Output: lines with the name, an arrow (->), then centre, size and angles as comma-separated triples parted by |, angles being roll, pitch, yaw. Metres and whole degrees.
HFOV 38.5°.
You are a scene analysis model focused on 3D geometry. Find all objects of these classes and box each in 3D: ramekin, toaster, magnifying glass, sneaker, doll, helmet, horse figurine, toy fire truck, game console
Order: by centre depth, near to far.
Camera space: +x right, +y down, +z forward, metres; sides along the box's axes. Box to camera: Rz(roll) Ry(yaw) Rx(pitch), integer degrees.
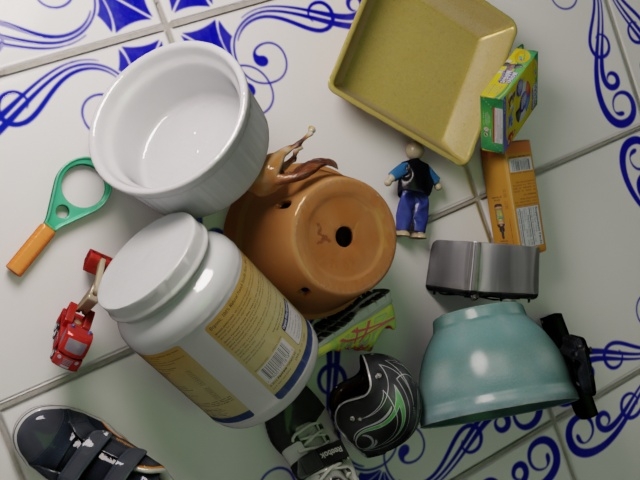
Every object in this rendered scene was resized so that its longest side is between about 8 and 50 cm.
toy fire truck -> -0.374, 0.107, 1.451 | 0.047, 0.192, 0.135 | 26, 105, -21
sneaker -> -0.337, 0.369, 1.462 | 0.321, 0.127, 0.126 | 36, 74, -18
ramekin -> -0.217, -0.168, 1.471 | 0.277, 0.277, 0.135 | -65, 150, -14
magnifying glass -> -0.428, -0.040, 1.496 | 0.092, 0.026, 0.231 | 41, 72, -18
horse figurine -> -0.106, -0.123, 1.547 | 0.174, 0.263, 0.066 | -55, 134, -37
sneaker -> 0.010, 0.398, 1.616 | 0.122, 0.146, 0.330 | -26, 97, -23
helmet -> 0.103, 0.291, 1.650 | 0.161, 0.169, 0.169 | -41, 105, 0
sneaker -> 0.061, 0.174, 1.688 | 0.208, 0.081, 0.094 | -29, 108, -21
game console -> 0.490, 0.245, 1.756 | 0.044, 0.361, 0.213 | -20, 84, 6
toaster -> 0.315, 0.059, 1.757 | 0.168, 0.186, 0.110 | 3, 90, -25
doll -> 0.177, -0.100, 1.775 | 0.129, 0.046, 0.189 | 8, 84, -26

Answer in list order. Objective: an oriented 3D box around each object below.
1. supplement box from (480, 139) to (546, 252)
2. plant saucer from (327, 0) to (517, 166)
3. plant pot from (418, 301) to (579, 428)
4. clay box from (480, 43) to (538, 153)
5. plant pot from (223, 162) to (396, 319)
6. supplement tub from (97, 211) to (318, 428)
supplement box -> 0.391, -0.083, 1.859 | 0.080, 0.078, 0.233 | -7, 91, -29
plant saucer -> 0.189, -0.353, 1.776 | 0.333, 0.081, 0.332 | 27, 77, -22
plant pot -> 0.313, 0.227, 1.706 | 0.293, 0.293, 0.196 | -2, 73, -26
clay box -> 0.382, -0.286, 1.816 | 0.222, 0.053, 0.127 | -50, 144, -38
plant pot -> 0.000, 0.000, 1.599 | 0.291, 0.203, 0.290 | 1, 87, -26
supplement tub -> -0.176, 0.128, 1.461 | 0.228, 0.228, 0.316 | -52, 123, -19
